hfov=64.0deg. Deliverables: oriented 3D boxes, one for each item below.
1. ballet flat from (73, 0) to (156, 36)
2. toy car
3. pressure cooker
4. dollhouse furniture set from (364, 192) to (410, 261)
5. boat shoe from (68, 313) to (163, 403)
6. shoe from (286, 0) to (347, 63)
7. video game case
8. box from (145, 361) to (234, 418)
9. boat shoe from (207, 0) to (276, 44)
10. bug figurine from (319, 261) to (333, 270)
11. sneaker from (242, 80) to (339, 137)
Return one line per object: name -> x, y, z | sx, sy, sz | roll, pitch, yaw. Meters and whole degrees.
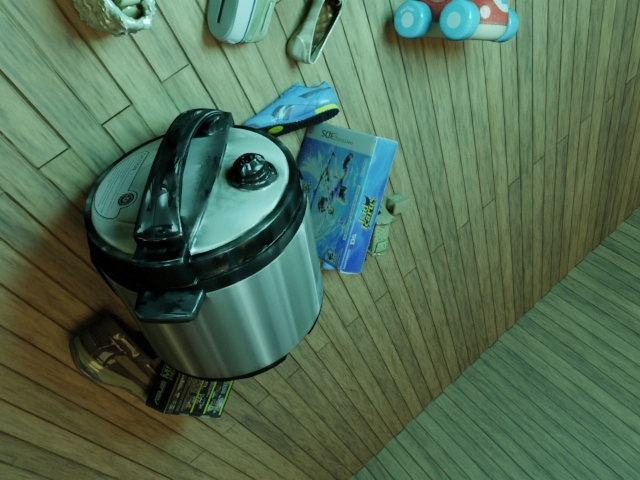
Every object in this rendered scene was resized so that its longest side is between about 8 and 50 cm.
ballet flat -> -0.280, -0.461, 0.638 | 0.147, 0.147, 0.409 | -25, 134, -25
toy car -> 0.290, -0.535, 1.046 | 0.219, 0.210, 0.238 | -20, 121, -43
pressure cooker -> -0.188, -0.007, 0.896 | 0.375, 0.370, 0.420 | -34, 141, -22
dollhouse furniture set -> 0.183, -0.015, 1.421 | 0.161, 0.101, 0.182 | -20, 133, -29
boat shoe -> -0.375, 0.271, 1.133 | 0.130, 0.132, 0.355 | -46, 141, -2
shoe -> 0.015, -0.436, 0.972 | 0.076, 0.058, 0.219 | 15, 110, -47
video game case -> 0.026, -0.099, 1.068 | 0.061, 0.244, 0.270 | 7, 104, -35
box -> -0.260, 0.264, 1.178 | 0.216, 0.060, 0.270 | 42, 65, -60
boat shoe -> -0.102, -0.469, 0.827 | 0.094, 0.109, 0.302 | -19, 143, -51
bug figurine -> 0.000, 0.000, 1.295 | 0.216, 0.072, 0.279 | -26, 135, -24
sneaker -> -0.068, -0.267, 1.042 | 0.209, 0.082, 0.069 | -20, 173, -10
